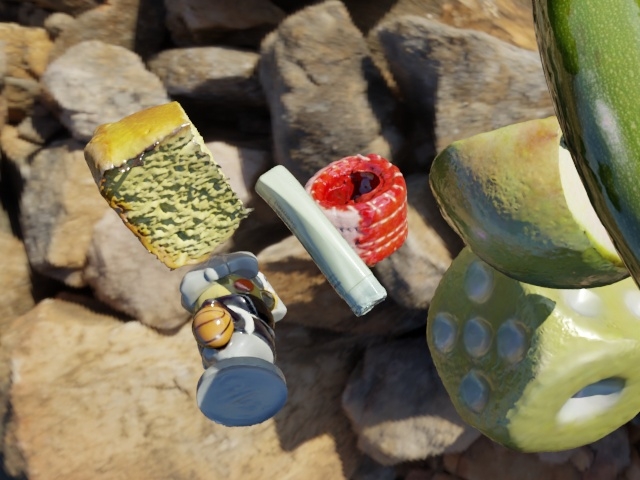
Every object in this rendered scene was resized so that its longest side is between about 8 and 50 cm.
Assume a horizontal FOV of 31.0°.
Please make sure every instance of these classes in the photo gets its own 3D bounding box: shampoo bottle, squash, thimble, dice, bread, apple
[{"bbox_3d":[0.000,0.000,1.433,0.049,0.072,0.212,-37,81,-17],"label":"shampoo bottle"},{"bbox_3d":[0.154,-0.071,0.581,0.071,0.080,0.319,-19,59,11],"label":"squash"},{"bbox_3d":[0.059,-0.046,1.913,0.163,0.189,0.125,16,132,27],"label":"thimble"},{"bbox_3d":[0.297,0.117,1.489,0.227,0.238,0.233,-59,42,37],"label":"dice"},{"bbox_3d":[-0.181,-0.081,1.303,0.129,0.260,0.134,-33,64,-2],"label":"bread"},{"bbox_3d":[0.221,-0.012,1.166,0.193,0.265,0.120,-16,56,35],"label":"apple"}]

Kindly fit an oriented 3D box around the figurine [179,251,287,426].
[{"bbox_3d":[-0.119,0.115,1.549,0.133,0.236,0.176,-18,129,8],"label":"figurine"}]
